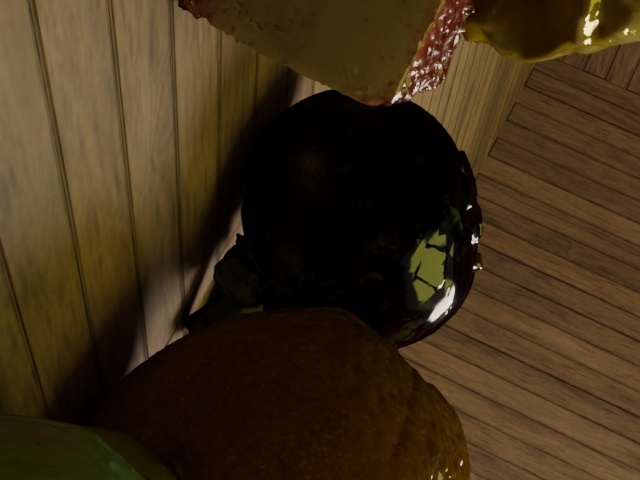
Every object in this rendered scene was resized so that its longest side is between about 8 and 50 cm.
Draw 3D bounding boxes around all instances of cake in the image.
[{"bbox_3d":[0.009,-0.139,0.922,0.159,0.158,0.262,-57,170,-20],"label":"cake"}]

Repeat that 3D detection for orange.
[{"bbox_3d":[-0.043,0.224,1.074,0.357,0.322,0.322,-54,169,-11],"label":"orange"}]

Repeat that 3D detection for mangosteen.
[{"bbox_3d":[0.000,0.000,1.218,0.289,0.231,0.231,-25,176,9],"label":"mangosteen"}]

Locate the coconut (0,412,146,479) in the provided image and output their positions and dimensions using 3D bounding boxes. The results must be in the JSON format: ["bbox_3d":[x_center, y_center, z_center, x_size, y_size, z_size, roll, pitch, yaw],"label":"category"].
[{"bbox_3d":[-0.174,0.187,0.631,0.235,0.236,0.204,-68,-155,18],"label":"coconut"}]

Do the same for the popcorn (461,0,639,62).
[{"bbox_3d":[0.250,-0.343,1.360,0.349,0.349,0.381,-47,122,-63],"label":"popcorn"}]

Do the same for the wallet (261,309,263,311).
[{"bbox_3d":[-0.081,0.107,1.415,0.255,0.031,0.137,18,88,-84],"label":"wallet"}]

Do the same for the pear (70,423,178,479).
[{"bbox_3d":[-0.152,0.209,0.839,0.198,0.198,0.198,-62,171,-18],"label":"pear"}]
